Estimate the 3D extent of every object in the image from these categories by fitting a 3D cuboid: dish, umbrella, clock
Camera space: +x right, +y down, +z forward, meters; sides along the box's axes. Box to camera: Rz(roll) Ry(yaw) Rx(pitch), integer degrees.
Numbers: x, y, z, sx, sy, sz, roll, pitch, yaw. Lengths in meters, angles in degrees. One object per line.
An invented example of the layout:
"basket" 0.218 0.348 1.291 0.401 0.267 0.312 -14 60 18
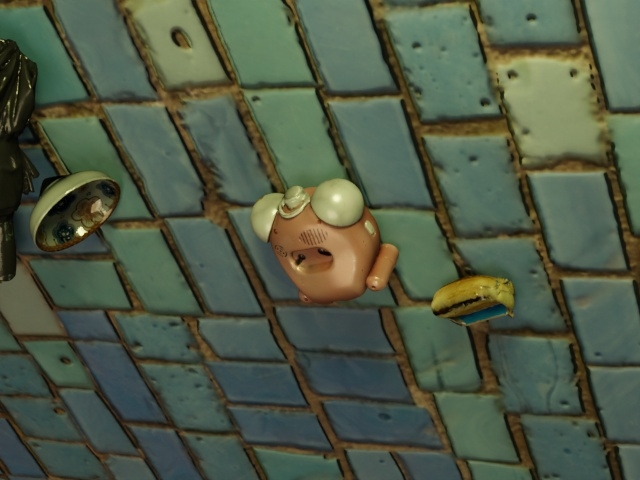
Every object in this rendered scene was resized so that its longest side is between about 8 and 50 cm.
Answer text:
"dish" -0.352 -0.060 1.856 0.078 0.141 0.141 49 143 19
"umbrella" -0.425 -0.101 1.781 0.118 0.118 0.340 11 116 15
"clock" 0.000 0.000 1.753 0.166 0.092 0.162 -12 124 36

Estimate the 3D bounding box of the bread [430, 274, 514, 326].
"bread" 0.200 0.076 1.765 0.072 0.053 0.106 24 148 -36
